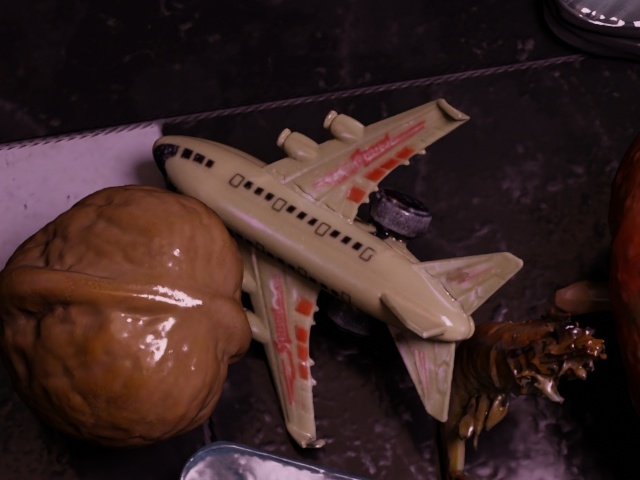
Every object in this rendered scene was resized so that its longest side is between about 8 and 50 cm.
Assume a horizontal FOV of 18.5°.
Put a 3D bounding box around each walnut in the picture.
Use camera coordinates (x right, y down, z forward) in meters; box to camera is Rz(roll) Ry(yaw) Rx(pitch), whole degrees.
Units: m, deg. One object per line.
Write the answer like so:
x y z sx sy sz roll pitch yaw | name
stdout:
-0.117 0.044 1.140 0.149 0.166 0.166 20 67 -34 | walnut

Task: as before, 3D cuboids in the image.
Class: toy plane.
0.000 0.000 1.179 0.244 0.092 0.229 34 109 27 | toy plane

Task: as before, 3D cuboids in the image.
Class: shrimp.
0.106 0.102 1.120 0.034 0.178 0.124 16 78 -23 | shrimp

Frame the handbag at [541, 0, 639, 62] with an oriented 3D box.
0.261 -0.271 1.300 0.192 0.075 0.332 10 75 6 | handbag

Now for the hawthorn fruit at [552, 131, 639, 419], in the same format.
0.280 0.028 1.096 0.300 0.275 0.275 -3 71 10 | hawthorn fruit

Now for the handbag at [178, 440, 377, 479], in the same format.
-0.020 0.241 1.126 0.179 0.062 0.229 14 72 4 | handbag
